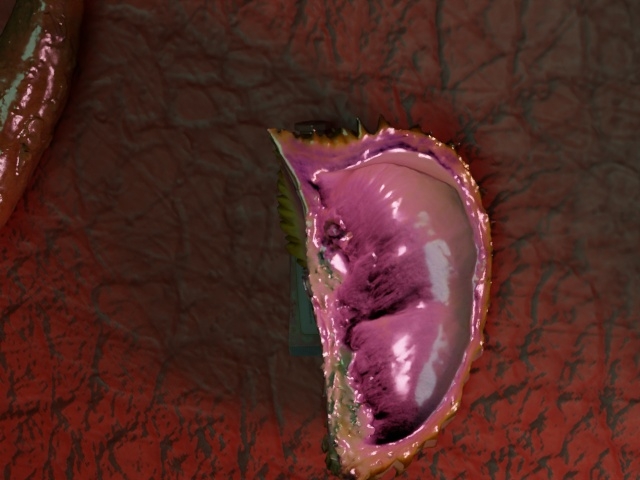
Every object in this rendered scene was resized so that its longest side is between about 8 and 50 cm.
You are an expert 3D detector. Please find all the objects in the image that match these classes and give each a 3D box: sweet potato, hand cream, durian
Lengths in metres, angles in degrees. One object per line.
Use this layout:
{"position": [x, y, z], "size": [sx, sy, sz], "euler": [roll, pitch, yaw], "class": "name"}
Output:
{"position": [-0.289, -0.095, 1.659], "size": [0.106, 0.095, 0.354], "euler": [29, 93, -36], "class": "sweet potato"}
{"position": [0.000, 0.000, 1.623], "size": [0.067, 0.043, 0.210], "euler": [0, 101, 12], "class": "hand cream"}
{"position": [0.051, 0.037, 1.571], "size": [0.112, 0.191, 0.341], "euler": [20, 127, 55], "class": "durian"}
